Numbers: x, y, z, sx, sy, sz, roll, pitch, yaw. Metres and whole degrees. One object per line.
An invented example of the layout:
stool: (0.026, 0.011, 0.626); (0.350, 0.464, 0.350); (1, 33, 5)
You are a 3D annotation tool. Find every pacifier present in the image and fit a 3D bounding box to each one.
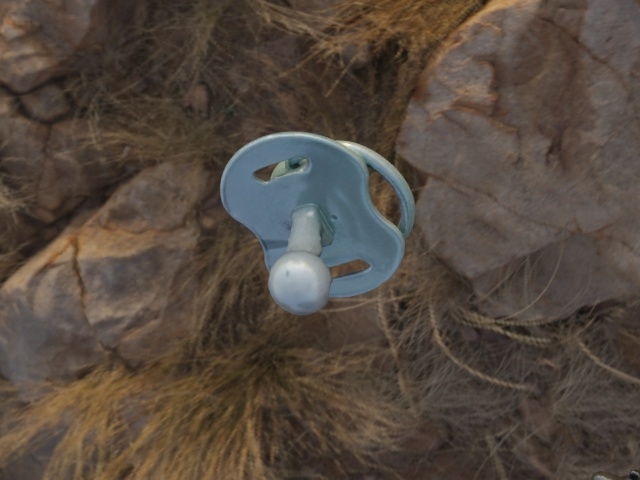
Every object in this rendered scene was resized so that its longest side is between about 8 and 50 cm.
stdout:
pacifier: (0.000, 0.000, 0.554); (0.126, 0.117, 0.150); (-11, 128, 16)

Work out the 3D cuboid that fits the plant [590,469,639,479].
plant: (0.363, 0.324, 0.872); (0.194, 0.320, 0.182); (-28, 59, 41)
